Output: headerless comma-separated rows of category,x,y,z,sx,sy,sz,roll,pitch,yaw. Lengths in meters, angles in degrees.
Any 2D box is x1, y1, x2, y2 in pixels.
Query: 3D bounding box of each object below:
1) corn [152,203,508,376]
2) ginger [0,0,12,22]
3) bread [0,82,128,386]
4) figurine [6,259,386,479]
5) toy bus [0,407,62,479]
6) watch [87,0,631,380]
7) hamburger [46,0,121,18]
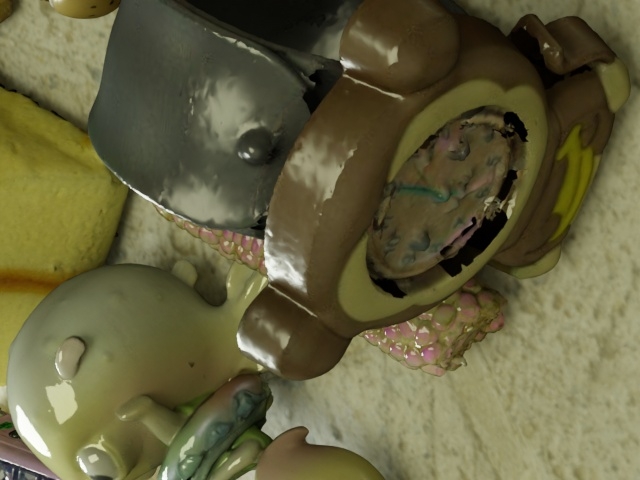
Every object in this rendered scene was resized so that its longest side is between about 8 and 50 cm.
corn,0.001,-0.002,1.558,0.335,0.126,0.126,33,120,16
ginger,-0.364,-0.210,1.757,0.165,0.096,0.067,-12,110,5
bread,-0.316,-0.022,1.784,0.236,0.198,0.263,55,132,49
figurine,-0.077,0.154,1.638,0.394,0.226,0.274,35,93,12
toy bus,-0.299,0.233,1.838,0.199,0.096,0.108,16,109,27
watch,0.005,-0.109,1.423,0.327,0.335,0.314,40,124,35
hamburger,-0.206,-0.267,1.587,0.137,0.175,0.175,31,121,5
